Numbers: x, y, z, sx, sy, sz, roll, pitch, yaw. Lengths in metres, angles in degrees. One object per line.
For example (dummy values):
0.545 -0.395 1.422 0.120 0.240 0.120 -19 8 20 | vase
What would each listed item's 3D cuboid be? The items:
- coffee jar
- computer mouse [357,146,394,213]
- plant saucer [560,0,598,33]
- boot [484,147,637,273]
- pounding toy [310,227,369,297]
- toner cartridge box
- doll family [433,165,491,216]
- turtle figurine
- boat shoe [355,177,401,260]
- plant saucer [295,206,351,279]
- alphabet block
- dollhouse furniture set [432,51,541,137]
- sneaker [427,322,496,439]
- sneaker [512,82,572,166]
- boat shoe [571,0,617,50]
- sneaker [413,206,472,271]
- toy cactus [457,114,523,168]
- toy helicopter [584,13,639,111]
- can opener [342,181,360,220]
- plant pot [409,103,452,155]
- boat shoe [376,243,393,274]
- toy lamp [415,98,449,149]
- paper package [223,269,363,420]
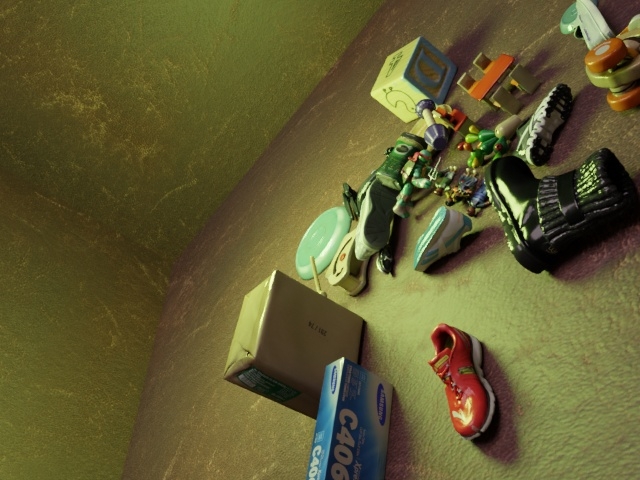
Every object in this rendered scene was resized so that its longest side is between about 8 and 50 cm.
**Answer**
0.260 -0.254 2.029 0.096 0.079 0.184 24 74 34 | coffee jar
0.188 -0.210 2.205 0.262 0.060 0.184 -67 -10 16 | computer mouse
0.711 -0.629 1.785 0.119 0.021 0.119 -46 24 27 | plant saucer
0.506 -0.121 1.374 0.260 0.131 0.348 -50 33 36 | boot
0.064 0.072 2.016 0.269 0.155 0.154 -63 18 -14 | pounding toy
0.070 0.460 1.472 0.075 0.165 0.347 -36 31 40 | toner cartridge box
0.384 -0.130 1.732 0.111 0.076 0.193 -55 24 -6 | doll family
0.294 -0.186 1.904 0.175 0.118 0.234 -35 -21 -51 | turtle figurine
0.175 -0.076 2.023 0.103 0.118 0.320 -52 16 47 | boat shoe
0.000 0.000 2.403 0.317 0.044 0.317 -44 25 27 | plant saucer
0.330 -0.565 2.276 0.197 0.192 0.193 -15 45 60 | alphabet block
0.466 -0.432 1.879 0.259 0.135 0.262 -52 22 12 | dollhouse furniture set
0.276 0.286 1.333 0.107 0.118 0.279 -46 24 27 | sneaker
0.543 -0.288 1.602 0.106 0.078 0.234 6 67 63 | sneaker
0.688 -0.558 1.658 0.081 0.079 0.227 -38 32 30 | boat shoe
0.312 0.012 1.682 0.228 0.092 0.087 117 166 -47 | sneaker
0.462 -0.275 1.748 0.180 0.112 0.219 -43 16 10 | toy cactus
0.747 -0.448 1.378 0.355 0.140 0.235 -26 27 34 | toy helicopter
0.108 -0.134 2.338 0.059 0.073 0.186 -38 37 23 | can opener
0.358 -0.343 2.127 0.236 0.032 0.236 -46 24 28 | plant pot
0.197 0.055 1.914 0.038 0.046 0.125 -50 14 29 | boat shoe
0.353 -0.362 2.022 0.080 0.080 0.274 -46 22 26 | toy lamp
-0.062 0.292 1.764 0.168 0.325 0.309 -38 29 40 | paper package
